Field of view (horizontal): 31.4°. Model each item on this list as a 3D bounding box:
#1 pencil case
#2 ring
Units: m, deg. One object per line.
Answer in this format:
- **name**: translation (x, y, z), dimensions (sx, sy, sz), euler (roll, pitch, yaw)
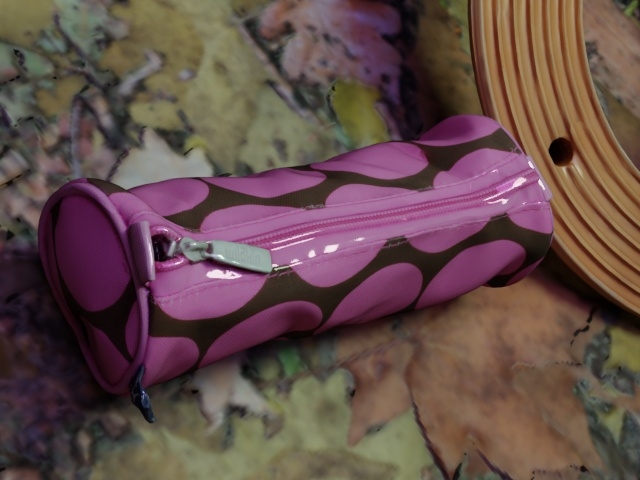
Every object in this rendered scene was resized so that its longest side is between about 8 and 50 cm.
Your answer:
- **pencil case**: translation (0.000, 0.000, 0.459), dimensions (0.209, 0.098, 0.095), euler (-15, 73, -33)
- **ring**: translation (0.221, -0.115, 0.595), dimensions (0.336, 0.032, 0.337), euler (-1, 94, -22)
